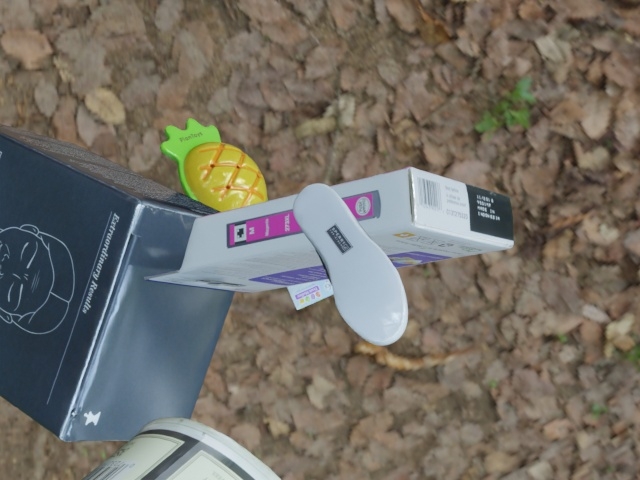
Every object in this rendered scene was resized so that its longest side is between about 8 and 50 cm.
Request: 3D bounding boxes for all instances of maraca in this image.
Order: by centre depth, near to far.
[{"bbox_3d":[-0.147,-0.092,1.603,0.127,0.185,0.099,-26,165,-47],"label":"maraca"}]

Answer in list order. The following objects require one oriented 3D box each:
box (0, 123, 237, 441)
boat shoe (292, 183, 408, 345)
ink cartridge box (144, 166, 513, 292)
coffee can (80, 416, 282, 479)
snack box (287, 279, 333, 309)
[{"bbox_3d":[-0.325,0.042,1.476,0.212,0.395,0.293,13,99,-52],"label":"box"},{"bbox_3d":[0.025,0.018,0.821,0.049,0.142,0.040,-31,147,5],"label":"boat shoe"},{"bbox_3d":[0.000,0.000,1.217,0.371,0.069,0.176,-14,164,38],"label":"ink cartridge box"},{"bbox_3d":[-0.138,0.265,0.680,0.275,0.202,0.201,-37,134,-37],"label":"coffee can"},{"bbox_3d":[0.055,0.022,1.724,0.175,0.207,0.070,-24,91,21],"label":"snack box"}]
